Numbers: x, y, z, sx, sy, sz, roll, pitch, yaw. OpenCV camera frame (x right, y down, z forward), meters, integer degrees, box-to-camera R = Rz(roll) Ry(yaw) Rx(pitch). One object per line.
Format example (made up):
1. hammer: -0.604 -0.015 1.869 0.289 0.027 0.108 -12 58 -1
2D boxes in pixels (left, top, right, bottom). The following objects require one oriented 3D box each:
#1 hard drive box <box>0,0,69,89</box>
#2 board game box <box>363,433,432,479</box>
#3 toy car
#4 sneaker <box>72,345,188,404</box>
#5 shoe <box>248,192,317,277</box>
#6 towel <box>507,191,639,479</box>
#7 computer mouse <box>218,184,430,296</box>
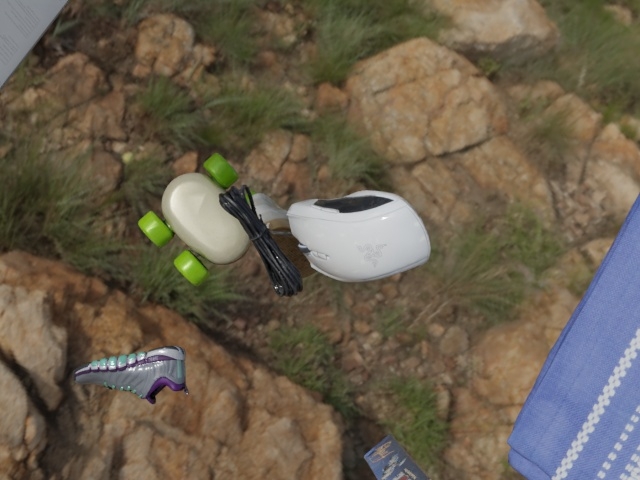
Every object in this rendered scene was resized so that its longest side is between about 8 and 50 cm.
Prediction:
1. hard drive box: -0.507 -0.346 1.314 0.089 0.181 0.232 17 67 31
2. board game box: 0.121 0.287 0.881 0.042 0.243 0.165 -38 89 -5
3. toy car: -0.162 -0.023 1.340 0.155 0.188 0.149 -43 85 -4
4. sneaker: -0.352 0.260 1.636 0.083 0.224 0.098 31 47 -73
5. shoe: -0.041 -0.005 1.183 0.058 0.077 0.219 61 6 23
6. towel: 0.279 0.098 0.448 0.336 0.243 0.040 32 11 35
7. computer mouse: 0.000 0.000 0.684 0.042 0.193 0.106 -39 112 -35
